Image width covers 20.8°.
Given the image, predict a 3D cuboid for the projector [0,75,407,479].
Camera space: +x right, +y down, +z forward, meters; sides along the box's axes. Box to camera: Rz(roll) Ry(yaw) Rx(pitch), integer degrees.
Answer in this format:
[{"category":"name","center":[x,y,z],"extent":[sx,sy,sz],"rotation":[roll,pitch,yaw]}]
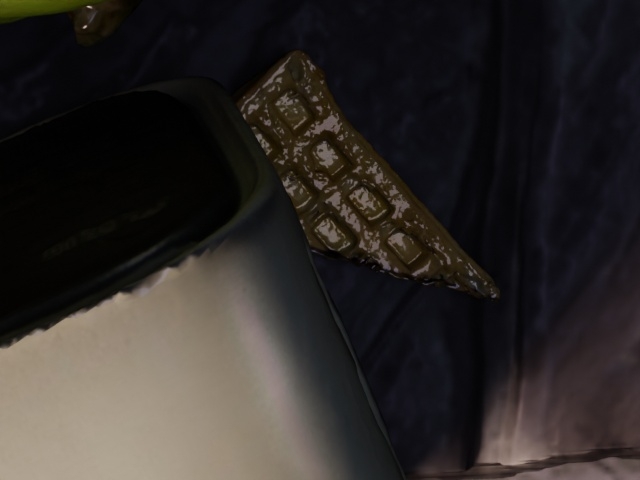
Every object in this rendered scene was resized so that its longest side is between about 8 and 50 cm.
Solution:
[{"category":"projector","center":[-0.094,0.111,0.625],"extent":[0.248,0.248,0.249],"rotation":[-24,108,-4]}]

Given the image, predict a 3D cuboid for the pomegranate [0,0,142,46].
[{"category":"pomegranate","center":[-0.119,-0.214,0.581],"extent":[0.236,0.236,0.302],"rotation":[-25,88,-9]}]

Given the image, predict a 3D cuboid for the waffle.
[{"category":"waffle","center":[0.000,0.000,0.756],"extent":[0.097,0.023,0.153],"rotation":[-43,110,-2]}]
